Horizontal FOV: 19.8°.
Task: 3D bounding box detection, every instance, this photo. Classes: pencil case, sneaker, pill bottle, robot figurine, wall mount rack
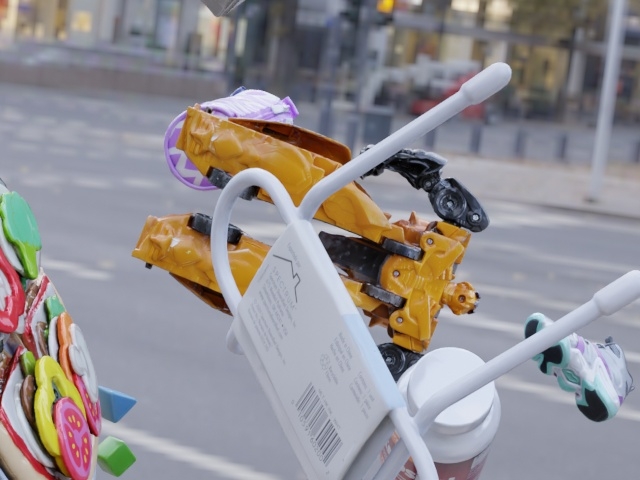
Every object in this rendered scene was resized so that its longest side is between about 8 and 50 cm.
[{"bbox_3d":[-0.081,-0.097,1.745,0.088,0.086,0.206,-24,5,16],"label":"pencil case"},{"bbox_3d":[0.202,0.085,1.402,0.069,0.098,0.038,-38,1,-43],"label":"sneaker"},{"bbox_3d":[0.093,0.142,1.422,0.086,0.086,0.152,7,-28,1],"label":"pill bottle"},{"bbox_3d":[0.000,0.000,1.573,0.291,0.211,0.085,22,3,4],"label":"robot figurine"},{"bbox_3d":[0.060,0.053,1.300,0.130,0.304,0.350,0,47,-36],"label":"wall mount rack"}]

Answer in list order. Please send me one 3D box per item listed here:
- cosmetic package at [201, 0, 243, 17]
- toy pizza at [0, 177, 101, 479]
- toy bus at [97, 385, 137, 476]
[{"bbox_3d":[0.005,-0.251,1.101,0.238,0.107,0.127,-39,-3,-34],"label":"cosmetic package"},{"bbox_3d":[-0.147,0.044,0.902,0.032,0.201,0.201,-21,3,8],"label":"toy pizza"},{"bbox_3d":[-0.287,0.187,1.669,0.104,0.202,0.191,14,-25,52],"label":"toy bus"}]
